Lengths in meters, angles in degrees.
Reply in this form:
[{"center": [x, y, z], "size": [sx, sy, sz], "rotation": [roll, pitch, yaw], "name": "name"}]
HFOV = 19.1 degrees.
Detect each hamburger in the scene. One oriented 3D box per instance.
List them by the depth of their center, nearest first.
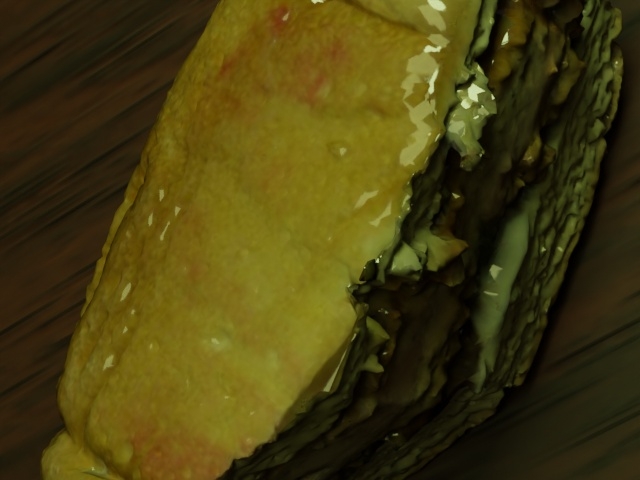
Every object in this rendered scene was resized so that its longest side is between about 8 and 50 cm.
[{"center": [0.000, 0.000, 0.738], "size": [0.282, 0.155, 0.245], "rotation": [-28, 66, 26], "name": "hamburger"}]
